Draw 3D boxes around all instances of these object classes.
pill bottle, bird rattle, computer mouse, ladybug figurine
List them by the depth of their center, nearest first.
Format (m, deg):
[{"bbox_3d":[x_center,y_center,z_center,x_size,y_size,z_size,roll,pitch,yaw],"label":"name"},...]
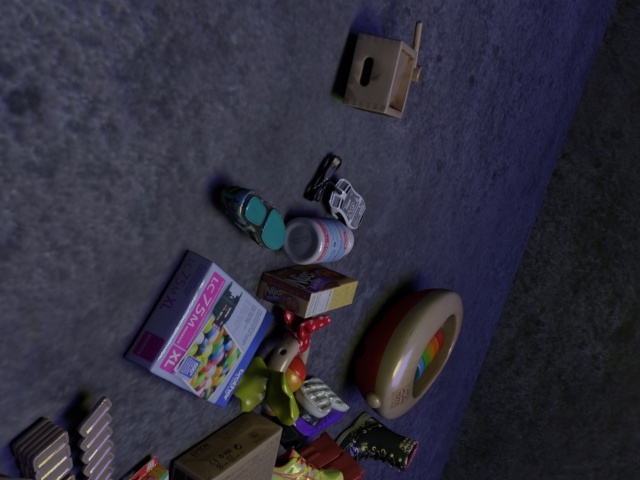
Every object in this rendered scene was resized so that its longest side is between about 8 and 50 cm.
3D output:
[{"bbox_3d":[0.000,0.000,1.422,0.160,0.087,0.087,-2,112,-63],"label":"pill bottle"},{"bbox_3d":[0.033,-0.082,1.481,0.106,0.042,0.193,-65,149,-17],"label":"computer mouse"},{"bbox_3d":[-0.073,0.234,1.482,0.207,0.143,0.253,93,16,-56],"label":"bird rattle"},{"bbox_3d":[0.224,0.279,1.989,0.449,0.162,0.305,-37,140,-47],"label":"ladybug figurine"}]

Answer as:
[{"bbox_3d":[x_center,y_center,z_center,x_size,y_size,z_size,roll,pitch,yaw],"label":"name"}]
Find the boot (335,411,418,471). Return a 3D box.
[{"bbox_3d":[0.139,0.567,2.031,0.236,0.178,0.085,-36,140,-49],"label":"boot"}]

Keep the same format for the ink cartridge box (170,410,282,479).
[{"bbox_3d":[-0.182,0.457,1.428,0.234,0.088,0.193,-21,130,-57],"label":"ink cartridge box"}]

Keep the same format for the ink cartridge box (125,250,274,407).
[{"bbox_3d":[-0.175,0.161,1.246,0.186,0.065,0.311,-61,155,-13],"label":"ink cartridge box"}]

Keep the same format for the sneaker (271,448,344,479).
[{"bbox_3d":[-0.047,0.493,1.633,0.081,0.208,0.094,-177,-87,-73],"label":"sneaker"}]

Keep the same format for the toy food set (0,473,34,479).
[{"bbox_3d":[-0.405,0.325,0.894,0.128,0.071,0.218,6,120,-26],"label":"toy food set"}]

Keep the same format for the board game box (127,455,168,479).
[{"bbox_3d":[-0.305,0.487,1.272,0.124,0.039,0.259,-37,140,-48],"label":"board game box"}]

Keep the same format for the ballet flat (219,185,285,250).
[{"bbox_3d":[-0.109,-0.039,1.212,0.070,0.070,0.188,-61,158,-14],"label":"ballet flat"}]

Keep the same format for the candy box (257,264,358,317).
[{"bbox_3d":[-0.021,0.090,1.429,0.186,0.109,0.053,-6,115,-61],"label":"candy box"}]

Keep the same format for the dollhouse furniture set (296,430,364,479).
[{"bbox_3d":[-0.085,0.623,1.731,0.374,0.152,0.201,-21,131,-35],"label":"dollhouse furniture set"}]

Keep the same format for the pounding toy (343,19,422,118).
[{"bbox_3d":[0.123,-0.325,1.413,0.206,0.094,0.181,-12,116,-71],"label":"pounding toy"}]

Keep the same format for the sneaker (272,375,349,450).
[{"bbox_3d":[-0.037,0.382,1.656,0.146,0.102,0.293,-49,162,2],"label":"sneaker"}]

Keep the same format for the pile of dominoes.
[{"bbox_3d":[-0.370,0.341,1.060,0.196,0.040,0.251,-43,153,-44],"label":"pile of dominoes"}]
